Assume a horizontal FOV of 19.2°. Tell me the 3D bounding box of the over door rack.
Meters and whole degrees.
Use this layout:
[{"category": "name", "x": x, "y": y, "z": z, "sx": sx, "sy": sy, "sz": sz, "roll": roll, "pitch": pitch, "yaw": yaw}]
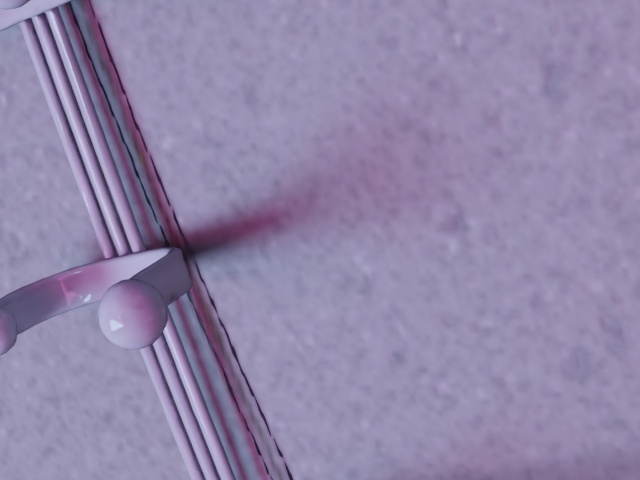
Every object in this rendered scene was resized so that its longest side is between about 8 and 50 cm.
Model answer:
[{"category": "over door rack", "x": 0.000, "y": 0.000, "z": 0.582, "sx": 0.324, "sy": 0.108, "sz": 0.240, "roll": -14, "pitch": 100, "yaw": 38}]
